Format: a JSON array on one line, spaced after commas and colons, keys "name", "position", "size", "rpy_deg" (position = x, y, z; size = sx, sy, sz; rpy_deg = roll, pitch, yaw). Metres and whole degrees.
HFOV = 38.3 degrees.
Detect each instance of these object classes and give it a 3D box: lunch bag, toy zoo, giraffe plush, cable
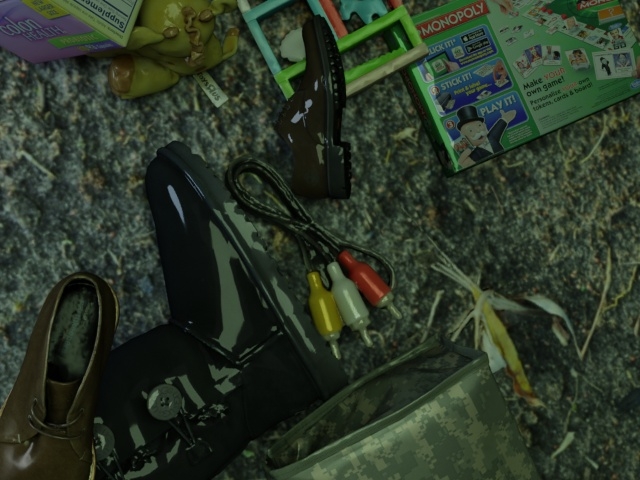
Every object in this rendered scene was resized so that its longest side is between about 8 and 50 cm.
[{"name": "lunch bag", "position": [0.093, 0.285, 1.080], "size": [0.287, 0.169, 0.235], "rpy_deg": [-29, 102, -13]}, {"name": "toy zoo", "position": [-0.012, -0.324, 1.185], "size": [0.192, 0.030, 0.293], "rpy_deg": [-27, 89, 5]}, {"name": "giraffe plush", "position": [-0.186, -0.257, 1.102], "size": [0.210, 0.170, 0.181], "rpy_deg": [35, 79, -5]}, {"name": "cable", "position": [0.000, 0.000, 1.157], "size": [0.139, 0.072, 0.287], "rpy_deg": [-32, 90, -17]}]

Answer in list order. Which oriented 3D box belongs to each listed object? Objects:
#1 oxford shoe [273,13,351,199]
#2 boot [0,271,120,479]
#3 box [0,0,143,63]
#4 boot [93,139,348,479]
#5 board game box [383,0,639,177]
[{"name": "oxford shoe", "position": [-0.015, -0.163, 1.135], "size": [0.096, 0.083, 0.227], "rpy_deg": [-1, 91, 12]}, {"name": "boot", "position": [-0.268, 0.177, 0.906], "size": [0.112, 0.115, 0.305], "rpy_deg": [12, 80, -11]}, {"name": "box", "position": [-0.282, -0.343, 1.053], "size": [0.117, 0.213, 0.243], "rpy_deg": [30, 72, -41]}, {"name": "boot", "position": [-0.245, 0.142, 1.049], "size": [0.445, 0.146, 0.367], "rpy_deg": [-33, 85, -13]}, {"name": "board game box", "position": [0.270, -0.243, 1.241], "size": [0.317, 0.046, 0.214], "rpy_deg": [-23, 87, -11]}]
